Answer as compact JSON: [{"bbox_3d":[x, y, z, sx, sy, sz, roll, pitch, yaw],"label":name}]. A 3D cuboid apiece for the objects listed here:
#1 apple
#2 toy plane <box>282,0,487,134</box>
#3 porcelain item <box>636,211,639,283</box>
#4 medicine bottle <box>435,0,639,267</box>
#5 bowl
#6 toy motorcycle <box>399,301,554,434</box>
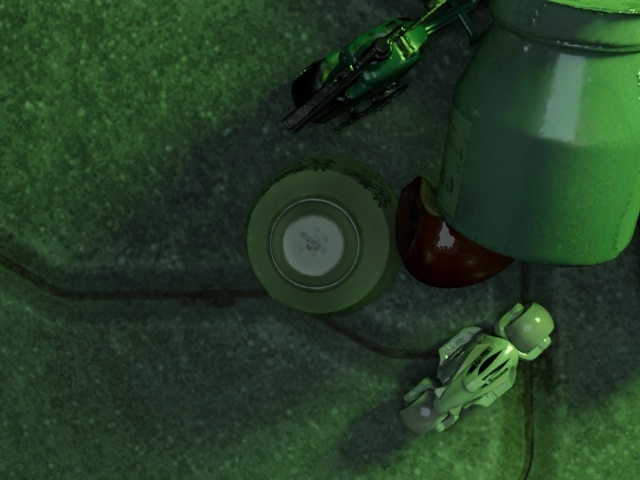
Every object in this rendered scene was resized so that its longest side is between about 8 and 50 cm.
[{"bbox_3d":[0.186,-0.008,1.186,0.158,0.156,0.147,5,92,-16],"label":"apple"},{"bbox_3d":[0.099,-0.254,1.183,0.382,0.155,0.106,-30,89,-8],"label":"toy plane"},{"bbox_3d":[0.471,-0.017,1.129,0.138,0.186,0.288,-20,93,8],"label":"porcelain item"},{"bbox_3d":[0.273,-0.151,1.019,0.245,0.245,0.290,11,120,7],"label":"medicine bottle"},{"bbox_3d":[0.000,0.000,1.228,0.238,0.126,0.238,1,96,7],"label":"bowl"},{"bbox_3d":[0.214,0.180,1.219,0.254,0.112,0.112,-41,88,8],"label":"toy motorcycle"}]
